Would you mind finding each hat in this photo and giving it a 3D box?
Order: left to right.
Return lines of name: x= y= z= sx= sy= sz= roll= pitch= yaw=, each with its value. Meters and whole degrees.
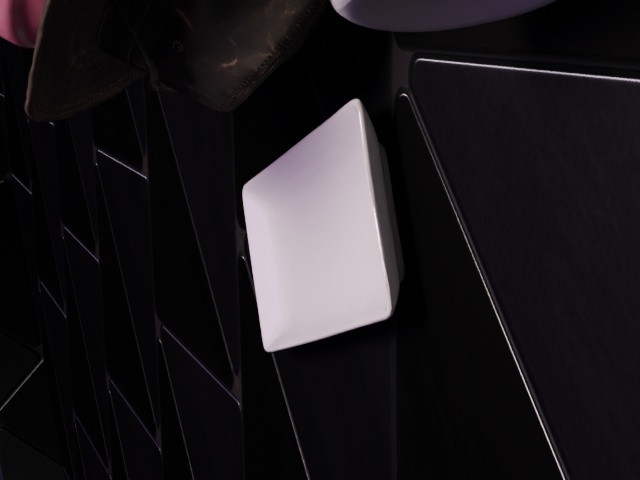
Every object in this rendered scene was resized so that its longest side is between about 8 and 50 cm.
hat: x=-0.051 y=-0.178 z=0.773 sx=0.134 sy=0.331 sz=0.331 roll=37 pitch=147 yaw=5

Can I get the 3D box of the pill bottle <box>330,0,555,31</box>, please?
pill bottle: x=0.050 y=-0.232 z=0.546 sx=0.130 sy=0.130 sz=0.245 roll=155 pitch=108 yaw=-68

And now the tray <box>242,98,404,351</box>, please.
tray: x=0.000 y=0.000 z=0.876 sx=0.270 sy=0.030 sz=0.145 roll=153 pitch=109 yaw=-68

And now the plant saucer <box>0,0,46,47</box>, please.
plant saucer: x=-0.124 y=-0.276 z=0.863 sx=0.332 sy=0.084 sz=0.332 roll=-59 pitch=2 yaw=3
